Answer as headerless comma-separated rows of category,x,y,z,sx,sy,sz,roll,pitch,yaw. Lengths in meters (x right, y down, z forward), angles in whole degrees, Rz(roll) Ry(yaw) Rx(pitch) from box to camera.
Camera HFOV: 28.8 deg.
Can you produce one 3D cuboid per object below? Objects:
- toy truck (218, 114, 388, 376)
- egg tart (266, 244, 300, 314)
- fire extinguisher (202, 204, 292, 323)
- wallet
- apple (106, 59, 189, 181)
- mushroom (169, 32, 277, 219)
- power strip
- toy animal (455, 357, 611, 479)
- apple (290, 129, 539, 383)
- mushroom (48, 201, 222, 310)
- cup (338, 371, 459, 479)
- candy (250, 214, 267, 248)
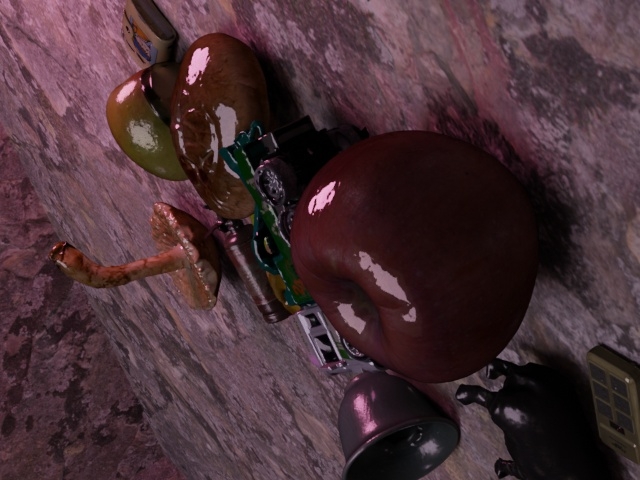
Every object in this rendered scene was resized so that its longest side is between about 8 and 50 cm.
toy truck,0.005,0.000,1.634,0.178,0.176,0.363,-27,92,50
egg tart,0.018,0.065,1.820,0.279,0.095,0.279,25,137,26
fire extinguisher,-0.122,0.029,2.167,0.252,0.075,0.106,62,-162,-17
wallet,-0.286,-0.335,2.051,0.110,0.039,0.155,52,159,6
apple,-0.247,-0.188,2.025,0.188,0.173,0.207,60,175,-6
mushroom,-0.139,-0.166,1.816,0.278,0.146,0.278,171,90,-69
power strip,0.351,0.199,1.456,0.076,0.028,0.169,31,149,47
toy animal,0.311,0.293,1.589,0.343,0.106,0.168,54,154,-15
apple,0.113,0.011,1.405,0.305,0.235,0.306,43,158,23
mushroom,-0.340,0.052,2.453,0.208,0.301,0.233,-68,-36,-75
cup,0.101,0.287,1.984,0.199,0.199,0.150,83,164,-52
candy,-0.061,-0.028,1.948,0.096,0.096,0.210,10,129,63
